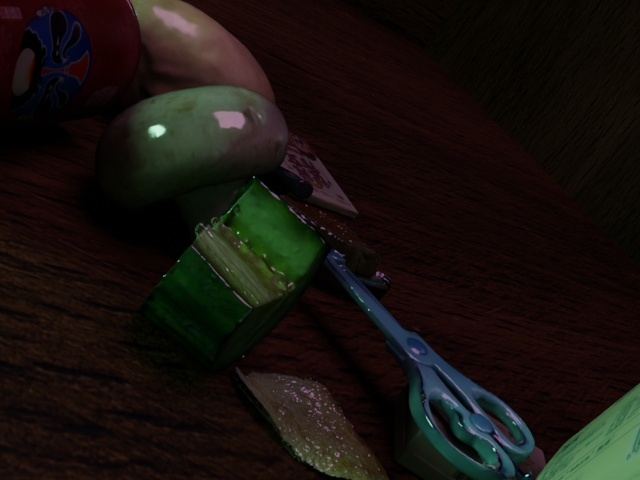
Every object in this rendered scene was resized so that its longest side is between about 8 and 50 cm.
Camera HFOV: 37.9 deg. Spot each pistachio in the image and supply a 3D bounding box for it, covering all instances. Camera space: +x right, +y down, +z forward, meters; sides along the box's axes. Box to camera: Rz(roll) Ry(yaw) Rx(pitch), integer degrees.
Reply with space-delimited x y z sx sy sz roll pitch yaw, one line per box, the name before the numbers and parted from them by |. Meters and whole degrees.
pistachio | -0.200 -0.252 1.387 0.318 0.194 0.213 22 61 -50

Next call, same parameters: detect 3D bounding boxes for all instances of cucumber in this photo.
cucumber | -0.099 0.043 0.974 0.130 0.191 0.191 39 20 7

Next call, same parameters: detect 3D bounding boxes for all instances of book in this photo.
book | -0.041 -0.133 1.636 0.162 0.022 0.232 17 28 -42

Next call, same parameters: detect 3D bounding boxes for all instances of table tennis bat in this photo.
table tennis bat | -0.079 -0.108 1.431 0.150 0.027 0.236 21 7 -34

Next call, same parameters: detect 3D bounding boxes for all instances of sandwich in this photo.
sandwich | 0.007 0.003 1.342 0.235 0.079 0.159 36 21 -4

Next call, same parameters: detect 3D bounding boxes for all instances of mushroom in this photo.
mushroom | -0.144 -0.069 1.120 0.244 0.243 0.243 32 21 -14

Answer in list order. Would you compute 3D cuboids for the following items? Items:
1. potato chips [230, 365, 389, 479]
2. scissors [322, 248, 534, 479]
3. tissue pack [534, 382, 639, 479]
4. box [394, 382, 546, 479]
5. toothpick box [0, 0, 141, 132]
potato chips | -0.005 0.196 0.996 0.209 0.026 0.142 30 25 -14
scissors | 0.111 0.142 1.123 0.180 0.032 0.393 4 37 -53
tissue pack | 0.368 0.247 0.905 0.207 0.380 0.297 43 43 9
box | 0.183 0.258 1.120 0.201 0.058 0.141 33 21 -10
toothpick box | -0.365 -0.219 1.032 0.204 0.204 0.333 39 21 4
